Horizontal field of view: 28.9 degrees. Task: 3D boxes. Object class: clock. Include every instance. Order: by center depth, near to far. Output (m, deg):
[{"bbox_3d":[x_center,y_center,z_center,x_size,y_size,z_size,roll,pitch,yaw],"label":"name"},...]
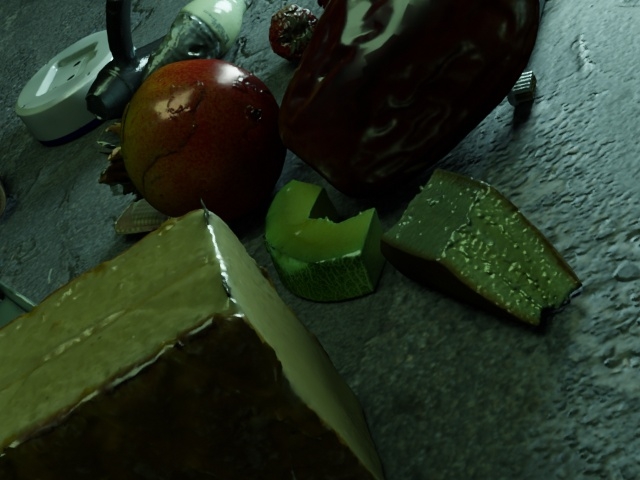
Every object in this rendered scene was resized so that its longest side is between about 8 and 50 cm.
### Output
[{"bbox_3d":[-0.411,-0.265,2.125,0.230,0.083,0.230,-24,33,17],"label":"clock"}]

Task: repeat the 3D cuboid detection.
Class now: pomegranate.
[{"bbox_3d":[-0.155,-0.116,1.527,0.235,0.210,0.210,-20,32,12],"label":"pomegranate"}]

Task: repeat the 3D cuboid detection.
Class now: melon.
[{"bbox_3d":[0.000,0.000,1.347,0.118,0.064,0.209,-42,32,-21],"label":"melon"}]

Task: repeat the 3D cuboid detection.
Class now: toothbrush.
[{"bbox_3d":[0.258,-0.271,1.499,0.030,0.025,0.342,-11,38,25],"label":"toothbrush"}]

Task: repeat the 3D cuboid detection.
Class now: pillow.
[{"bbox_3d":[-0.189,-0.084,1.684,0.135,0.034,0.211,-8,38,42],"label":"pillow"}]

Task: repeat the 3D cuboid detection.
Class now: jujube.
[{"bbox_3d":[0.094,-0.200,1.371,0.318,0.223,0.223,-52,30,4],"label":"jujube"}]

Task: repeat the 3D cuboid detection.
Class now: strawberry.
[{"bbox_3d":[-0.040,-0.302,1.799,0.083,0.083,0.096,-32,21,7],"label":"strawberry"}]

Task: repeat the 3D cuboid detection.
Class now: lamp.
[{"bbox_3d":[-0.195,-0.319,1.959,0.250,0.101,0.101,-49,32,-21],"label":"lamp"}]

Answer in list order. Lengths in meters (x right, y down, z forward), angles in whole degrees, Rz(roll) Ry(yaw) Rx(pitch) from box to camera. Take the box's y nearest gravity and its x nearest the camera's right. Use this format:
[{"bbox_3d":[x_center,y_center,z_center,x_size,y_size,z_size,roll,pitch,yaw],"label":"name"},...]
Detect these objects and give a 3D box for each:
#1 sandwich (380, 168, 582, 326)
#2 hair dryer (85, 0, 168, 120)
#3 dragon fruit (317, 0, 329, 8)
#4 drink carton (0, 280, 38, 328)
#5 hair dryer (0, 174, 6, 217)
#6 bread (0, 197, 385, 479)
[{"bbox_3d":[0.132,0.002,1.178,0.094,0.096,0.258,-48,29,-10],"label":"sandwich"},{"bbox_3d":[-0.284,-0.336,1.939,0.091,0.272,0.235,27,52,22],"label":"hair dryer"},{"bbox_3d":[0.061,-0.344,1.577,0.240,0.330,0.302,-51,28,18],"label":"dragon fruit"},{"bbox_3d":[-0.328,0.163,1.323,0.189,0.185,0.191,-50,26,-14],"label":"drink carton"},{"bbox_3d":[-0.661,-0.011,2.013,0.352,0.107,0.189,-42,27,1],"label":"hair dryer"},{"bbox_3d":[-0.124,0.165,1.030,0.279,0.279,0.207,-35,32,7],"label":"bread"}]
